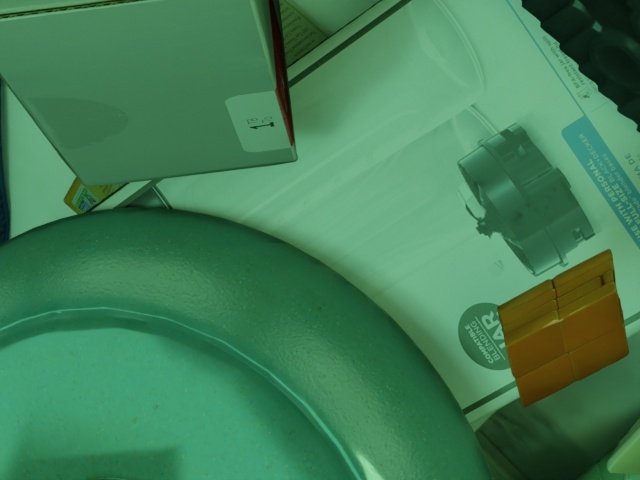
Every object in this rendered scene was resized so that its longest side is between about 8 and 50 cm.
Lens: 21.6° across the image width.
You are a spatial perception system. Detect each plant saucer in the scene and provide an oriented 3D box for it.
[{"bbox_3d":[-0.076,0.146,0.704,0.317,0.043,0.318,3,98,21],"label":"plant saucer"}]

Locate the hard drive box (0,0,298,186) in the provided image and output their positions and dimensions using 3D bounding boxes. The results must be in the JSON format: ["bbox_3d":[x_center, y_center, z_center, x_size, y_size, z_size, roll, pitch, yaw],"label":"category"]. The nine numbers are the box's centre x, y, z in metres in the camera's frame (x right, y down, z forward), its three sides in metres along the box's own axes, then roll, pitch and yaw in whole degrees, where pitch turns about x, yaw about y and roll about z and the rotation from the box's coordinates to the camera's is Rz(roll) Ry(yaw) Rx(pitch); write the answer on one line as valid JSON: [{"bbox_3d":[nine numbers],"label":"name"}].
[{"bbox_3d":[-0.070,-0.156,0.595,0.089,0.181,0.232,-7,77,2],"label":"hard drive box"}]

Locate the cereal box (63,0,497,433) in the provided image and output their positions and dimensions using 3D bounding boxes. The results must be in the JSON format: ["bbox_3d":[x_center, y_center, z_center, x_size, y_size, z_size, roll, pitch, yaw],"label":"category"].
[{"bbox_3d":[0.000,0.000,0.824,0.240,0.047,0.173,41,133,5],"label":"cereal box"}]

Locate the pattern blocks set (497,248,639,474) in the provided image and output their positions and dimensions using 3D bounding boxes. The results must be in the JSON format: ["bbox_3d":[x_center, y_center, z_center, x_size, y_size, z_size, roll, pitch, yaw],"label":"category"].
[{"bbox_3d":[0.199,0.034,0.597,0.285,0.026,0.325,11,141,-25],"label":"pattern blocks set"}]

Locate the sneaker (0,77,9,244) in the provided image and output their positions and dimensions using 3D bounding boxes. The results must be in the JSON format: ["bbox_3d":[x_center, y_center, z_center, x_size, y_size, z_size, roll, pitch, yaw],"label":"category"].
[{"bbox_3d":[-0.235,-0.034,0.959,0.090,0.081,0.232,27,126,22],"label":"sneaker"}]

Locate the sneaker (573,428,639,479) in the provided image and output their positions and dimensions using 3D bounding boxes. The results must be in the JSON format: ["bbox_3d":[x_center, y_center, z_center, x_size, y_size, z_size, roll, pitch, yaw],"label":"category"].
[{"bbox_3d":[0.122,0.176,0.790,0.094,0.151,0.256,47,135,0],"label":"sneaker"}]

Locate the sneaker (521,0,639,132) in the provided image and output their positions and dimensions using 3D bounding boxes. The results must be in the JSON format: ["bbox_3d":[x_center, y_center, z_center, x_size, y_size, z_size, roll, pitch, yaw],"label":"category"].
[{"bbox_3d":[0.101,-0.159,0.570,0.319,0.131,0.112,48,158,-14],"label":"sneaker"}]

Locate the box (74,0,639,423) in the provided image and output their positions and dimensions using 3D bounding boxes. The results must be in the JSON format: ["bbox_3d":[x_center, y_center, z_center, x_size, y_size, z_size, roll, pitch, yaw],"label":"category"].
[{"bbox_3d":[0.026,0.001,0.717,0.290,0.087,0.169,-32,94,29],"label":"box"}]
